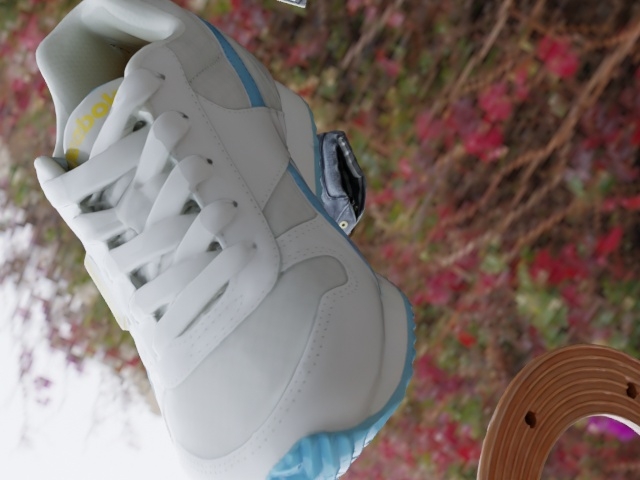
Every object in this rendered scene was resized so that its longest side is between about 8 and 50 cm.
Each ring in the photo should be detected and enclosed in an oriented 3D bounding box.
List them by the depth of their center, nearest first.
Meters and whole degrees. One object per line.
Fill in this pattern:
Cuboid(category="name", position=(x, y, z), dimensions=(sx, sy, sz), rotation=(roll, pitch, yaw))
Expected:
Cuboid(category="ring", position=(0.227, 0.247, 1.403), dimensions=(0.336, 0.032, 0.336), rotation=(17, -114, -42))

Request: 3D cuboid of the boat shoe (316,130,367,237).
Cuboid(category="boat shoe", position=(0.000, 0.000, 1.432), dimensions=(0.083, 0.183, 0.065), rotation=(-5, -156, 24))

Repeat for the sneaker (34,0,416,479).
Cuboid(category="sneaker", position=(-0.040, 0.000, 0.557), dimensions=(0.092, 0.087, 0.228), rotation=(36, -164, -31))

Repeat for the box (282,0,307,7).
Cuboid(category="box", position=(-0.006, -0.337, 1.665), dimensions=(0.058, 0.232, 0.087), rotation=(14, -138, -7))
